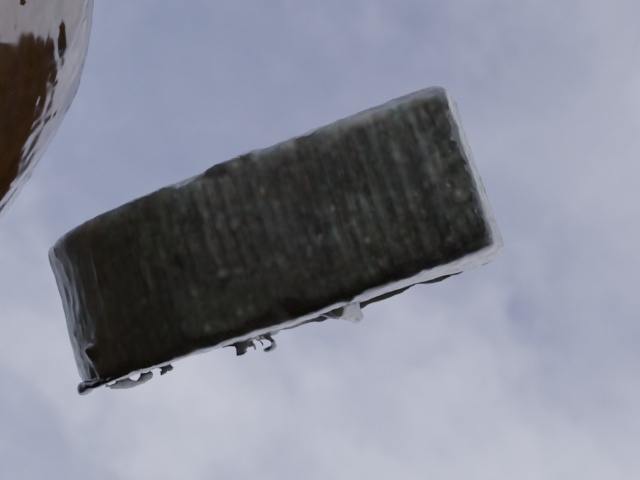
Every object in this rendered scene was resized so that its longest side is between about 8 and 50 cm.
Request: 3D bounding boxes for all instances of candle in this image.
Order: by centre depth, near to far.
[{"bbox_3d":[0.000,0.000,0.606,0.168,0.192,0.068,-24,-97,46],"label":"candle"}]

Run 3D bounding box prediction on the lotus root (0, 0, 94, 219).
[{"bbox_3d":[-0.181,-0.091,0.524,0.272,0.192,0.272,11,-68,27],"label":"lotus root"}]
